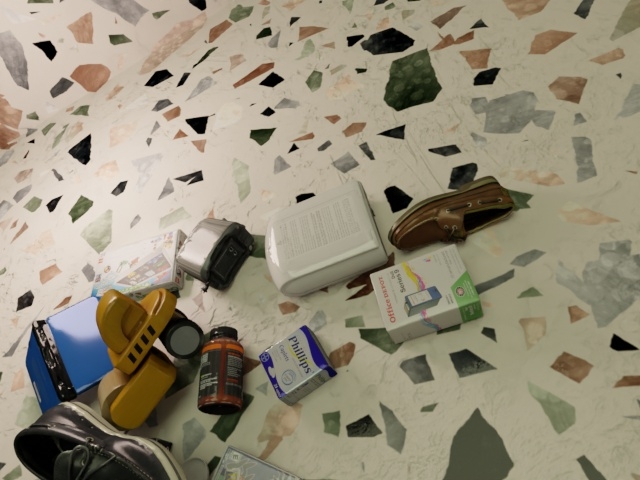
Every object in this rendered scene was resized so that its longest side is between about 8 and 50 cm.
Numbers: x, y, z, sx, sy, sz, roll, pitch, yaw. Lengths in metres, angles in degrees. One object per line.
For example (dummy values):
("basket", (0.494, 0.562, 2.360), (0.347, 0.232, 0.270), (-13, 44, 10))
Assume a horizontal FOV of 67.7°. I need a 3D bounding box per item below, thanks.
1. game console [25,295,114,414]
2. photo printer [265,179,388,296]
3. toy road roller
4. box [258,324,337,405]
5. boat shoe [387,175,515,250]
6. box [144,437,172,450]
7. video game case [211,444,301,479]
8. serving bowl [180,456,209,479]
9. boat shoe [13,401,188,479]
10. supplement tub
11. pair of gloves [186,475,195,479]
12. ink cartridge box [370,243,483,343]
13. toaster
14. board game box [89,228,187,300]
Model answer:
("game console", (-0.695, 0.347, 1.355), (0.293, 0.173, 0.250), (45, 121, 34))
("photo printer", (0.000, 0.000, 1.260), (0.307, 0.107, 0.256), (-22, 52, 10))
("toy road roller", (-0.471, 0.266, 1.176), (0.330, 0.240, 0.202), (-57, 26, -13))
("box", (-0.054, 0.290, 1.115), (0.137, 0.072, 0.126), (-34, 52, -1))
("boat shoe", (0.315, -0.050, 1.154), (0.307, 0.111, 0.104), (-29, 51, 4))
("box", (-0.509, 0.617, 1.097), (0.295, 0.073, 0.293), (-9, 54, 16))
("video game case", (-0.160, 0.561, 0.993), (0.183, 0.023, 0.201), (15, 65, 19))
("serving bowl", (-0.280, 0.528, 1.060), (0.083, 0.027, 0.083), (-12, 54, 17))
("boat shoe", (-0.457, 0.484, 0.985), (0.500, 0.156, 0.187), (12, 103, 31))
("supplement tub", (-0.239, 0.312, 1.160), (0.106, 0.106, 0.198), (-14, 54, 15))
("pair of gloves", (-0.254, 0.593, 1.035), (0.198, 0.023, 0.159), (-11, 55, 18))
("ink cartridge box", (0.237, 0.123, 1.086), (0.212, 0.093, 0.154), (-21, 53, 12))
("toaster", (-0.306, 0.039, 1.358), (0.146, 0.129, 0.227), (17, 69, 35))
("board game box", (-0.563, 0.090, 1.479), (0.305, 0.053, 0.193), (-14, 55, 15))
